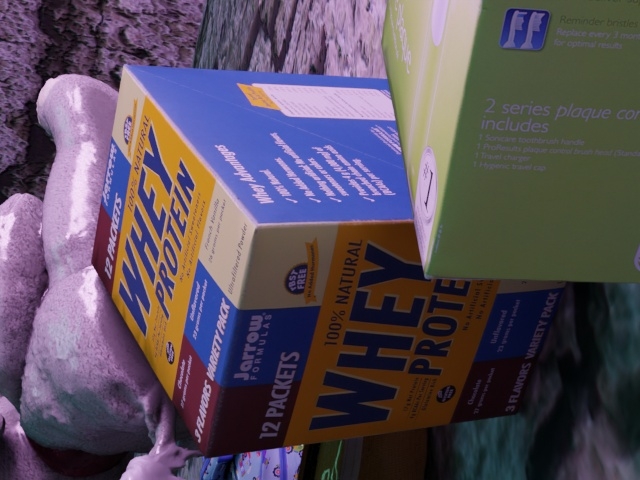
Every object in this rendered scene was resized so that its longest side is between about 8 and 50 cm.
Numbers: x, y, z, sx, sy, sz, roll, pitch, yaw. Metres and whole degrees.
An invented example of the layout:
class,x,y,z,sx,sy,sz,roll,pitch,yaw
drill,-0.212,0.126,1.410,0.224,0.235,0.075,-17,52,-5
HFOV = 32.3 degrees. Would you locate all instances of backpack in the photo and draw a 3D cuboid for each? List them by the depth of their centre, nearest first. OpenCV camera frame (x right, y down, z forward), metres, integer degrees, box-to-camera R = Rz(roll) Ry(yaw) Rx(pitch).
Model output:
class,x,y,z,sx,sy,sz,roll,pitch,yaw
backpack,-0.046,0.194,1.016,0.158,0.117,0.173,114,155,-53

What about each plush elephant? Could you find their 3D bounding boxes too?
class,x,y,z,sx,sy,sz,roll,pitch,yaw
plush elephant,-0.161,0.105,0.811,0.255,0.272,0.329,-34,37,41

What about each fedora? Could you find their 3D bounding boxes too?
class,x,y,z,sx,sy,sz,roll,pitch,yaw
fedora,0.029,0.159,0.789,0.194,0.079,0.194,-169,90,-87

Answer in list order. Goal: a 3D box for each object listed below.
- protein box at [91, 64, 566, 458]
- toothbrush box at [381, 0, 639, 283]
class,x,y,z,sx,sy,sz,roll,pitch,yaw
protein box,0.000,0.000,0.639,0.200,0.201,0.135,48,132,49
toothbrush box,0.107,-0.151,0.457,0.206,0.122,0.283,-95,10,-50
